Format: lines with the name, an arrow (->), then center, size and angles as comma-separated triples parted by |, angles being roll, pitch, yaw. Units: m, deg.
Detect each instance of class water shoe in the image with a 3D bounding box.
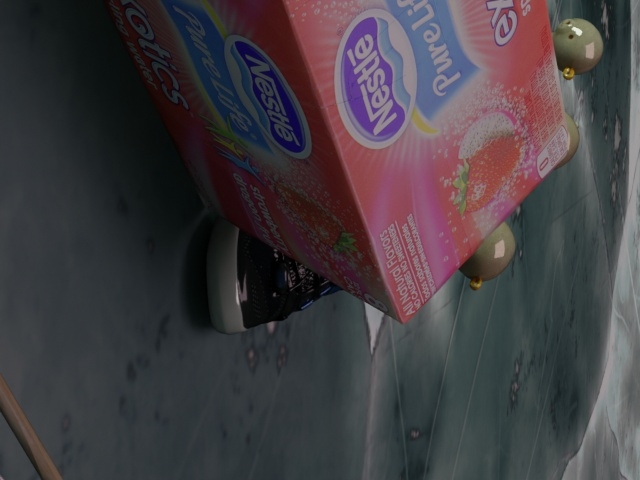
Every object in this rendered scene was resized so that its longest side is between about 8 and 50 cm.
water shoe -> 0.000, 0.000, 0.802 | 0.203, 0.080, 0.073 | -40, 129, -63

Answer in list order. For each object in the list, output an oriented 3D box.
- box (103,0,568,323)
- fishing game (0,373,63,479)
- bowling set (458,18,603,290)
box -> -0.002, -0.122, 0.619 | 0.142, 0.154, 0.300 | -46, 144, -20
fishing game -> -0.174, 0.131, 0.419 | 0.264, 0.041, 0.189 | -62, 141, -38
bowling set -> 0.093, -0.121, 0.930 | 0.200, 0.154, 0.287 | 71, 29, -45
